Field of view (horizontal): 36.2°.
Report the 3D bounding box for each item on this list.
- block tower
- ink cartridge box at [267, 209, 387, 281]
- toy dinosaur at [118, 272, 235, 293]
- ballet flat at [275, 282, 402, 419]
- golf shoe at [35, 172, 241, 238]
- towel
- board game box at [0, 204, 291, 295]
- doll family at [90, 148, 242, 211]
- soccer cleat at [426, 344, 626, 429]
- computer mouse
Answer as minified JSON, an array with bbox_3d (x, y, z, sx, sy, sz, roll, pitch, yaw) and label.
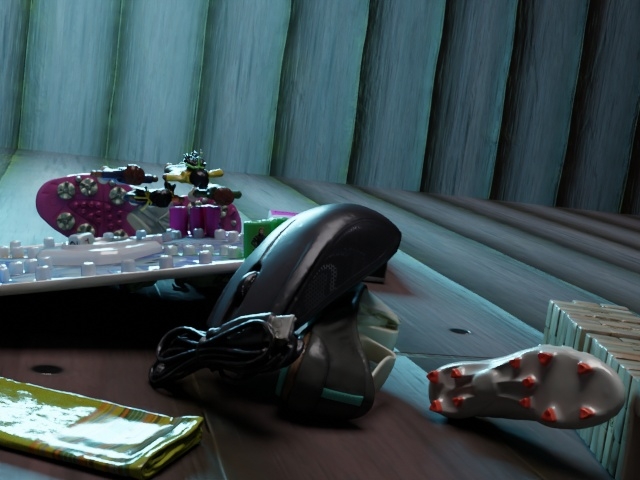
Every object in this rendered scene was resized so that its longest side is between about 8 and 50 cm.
[{"bbox_3d":[0.280,0.133,0.901,0.090,0.097,0.335,7,7,0],"label":"block tower"},{"bbox_3d":[0.000,0.000,1.652,0.175,0.069,0.371,7,6,-6],"label":"ink cartridge box"},{"bbox_3d":[-0.112,0.047,1.239,0.268,0.064,0.118,7,1,-28],"label":"toy dinosaur"},{"bbox_3d":[0.024,0.100,0.935,0.096,0.095,0.280,18,19,2],"label":"ballet flat"},{"bbox_3d":[-0.280,-0.030,1.496,0.306,0.115,0.140,12,-4,-18],"label":"golf shoe"},{"bbox_3d":[-0.213,0.129,0.726,0.237,0.021,0.102,10,8,16],"label":"towel"},{"bbox_3d":[-0.251,0.002,1.112,0.389,0.050,0.390,-5,6,-21],"label":"board game box"},{"bbox_3d":[-0.194,-0.072,1.242,0.193,0.076,0.111,-11,13,-25],"label":"doll family"},{"bbox_3d":[0.178,0.125,0.835,0.076,0.068,0.196,8,-12,-42],"label":"soccer cleat"},{"bbox_3d":[-0.028,0.029,0.886,0.188,0.072,0.272,-14,17,45],"label":"computer mouse"}]
